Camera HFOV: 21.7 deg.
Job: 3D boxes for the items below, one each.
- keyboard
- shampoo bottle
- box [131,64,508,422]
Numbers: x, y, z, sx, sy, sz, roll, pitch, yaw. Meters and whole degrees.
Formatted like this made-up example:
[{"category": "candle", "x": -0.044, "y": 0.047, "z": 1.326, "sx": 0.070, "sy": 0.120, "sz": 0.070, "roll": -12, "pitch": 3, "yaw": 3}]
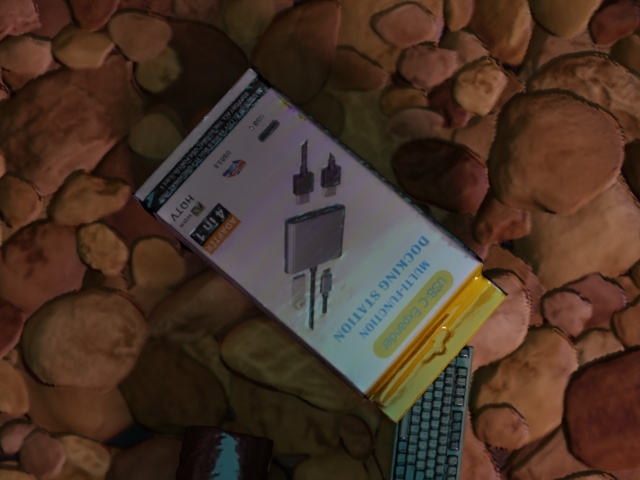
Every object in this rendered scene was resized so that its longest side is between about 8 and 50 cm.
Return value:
[{"category": "keyboard", "x": 0.076, "y": 0.134, "z": 1.157, "sx": 0.049, "sy": 0.015, "sz": 0.129, "roll": 7, "pitch": 80, "yaw": 2}, {"category": "shampoo bottle", "x": -0.085, "y": 0.245, "z": 1.118, "sx": 0.067, "sy": 0.068, "sz": 0.236, "roll": 10, "pitch": 78, "yaw": 4}, {"category": "box", "x": 0.000, "y": 0.000, "z": 1.167, "sx": 0.247, "sy": 0.033, "sz": 0.129, "roll": 40, "pitch": 82, "yaw": 12}]
